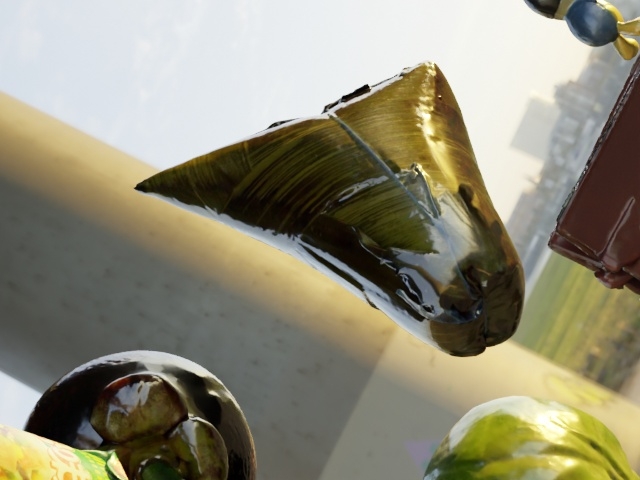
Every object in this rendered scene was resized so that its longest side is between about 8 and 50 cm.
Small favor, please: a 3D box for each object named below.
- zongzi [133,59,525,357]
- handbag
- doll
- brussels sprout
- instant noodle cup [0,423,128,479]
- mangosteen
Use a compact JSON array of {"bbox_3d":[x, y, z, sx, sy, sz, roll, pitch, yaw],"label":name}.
[{"bbox_3d":[0.000,0.000,1.333,0.208,0.432,0.403,77,178,-45],"label":"zongzi"},{"bbox_3d":[0.377,-0.052,1.044,0.275,0.260,0.084,-62,-3,-13],"label":"handbag"},{"bbox_3d":[0.307,-0.284,1.319,0.089,0.179,0.102,-47,-16,-22],"label":"doll"},{"bbox_3d":[0.282,0.380,1.411,0.281,0.354,0.289,-47,10,39],"label":"brussels sprout"},{"bbox_3d":[-0.324,0.245,1.036,0.232,0.207,0.207,41,-108,-40],"label":"instant noodle cup"},{"bbox_3d":[-0.222,0.261,1.337,0.297,0.297,0.313,-56,-24,-35],"label":"mangosteen"}]
